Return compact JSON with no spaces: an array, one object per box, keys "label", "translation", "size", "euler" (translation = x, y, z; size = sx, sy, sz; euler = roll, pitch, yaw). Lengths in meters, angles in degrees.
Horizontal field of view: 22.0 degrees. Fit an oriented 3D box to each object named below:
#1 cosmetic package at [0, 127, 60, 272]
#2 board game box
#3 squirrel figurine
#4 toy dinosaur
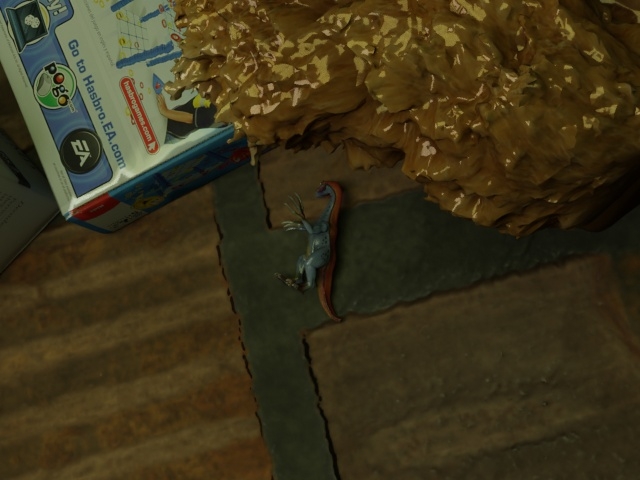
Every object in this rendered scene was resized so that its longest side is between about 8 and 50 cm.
[{"label":"cosmetic package","translation":[-0.320,-0.041,1.221],"size":[0.151,0.184,0.151],"euler":[-45,72,5]},{"label":"board game box","translation":[-0.103,-0.208,1.239],"size":[0.302,0.086,0.308],"euler":[-26,75,10]},{"label":"squirrel figurine","translation":[0.089,-0.191,0.998],"size":[0.370,0.397,0.281],"euler":[46,136,10]},{"label":"toy dinosaur","translation":[0.000,0.000,1.212],"size":[0.090,0.047,0.082],"euler":[40,83,-15]}]
